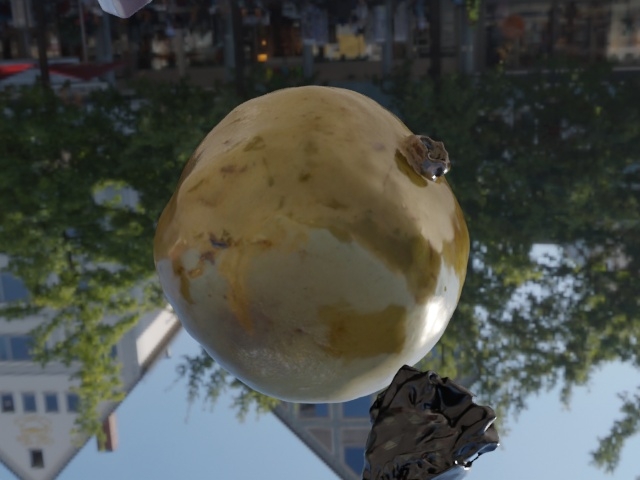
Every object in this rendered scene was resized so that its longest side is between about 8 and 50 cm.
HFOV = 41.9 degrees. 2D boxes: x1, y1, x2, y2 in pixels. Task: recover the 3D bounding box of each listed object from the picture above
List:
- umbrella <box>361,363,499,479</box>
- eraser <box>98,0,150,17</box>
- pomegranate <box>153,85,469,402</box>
[{"bbox_3d":[0.049,0.239,0.695,0.122,0.110,0.272,1,-128,49],"label":"umbrella"},{"bbox_3d":[-0.165,-0.258,0.770,0.026,0.065,0.105,26,-119,30],"label":"eraser"},{"bbox_3d":[0.000,0.000,0.876,0.332,0.332,0.332,-3,-166,1],"label":"pomegranate"}]
